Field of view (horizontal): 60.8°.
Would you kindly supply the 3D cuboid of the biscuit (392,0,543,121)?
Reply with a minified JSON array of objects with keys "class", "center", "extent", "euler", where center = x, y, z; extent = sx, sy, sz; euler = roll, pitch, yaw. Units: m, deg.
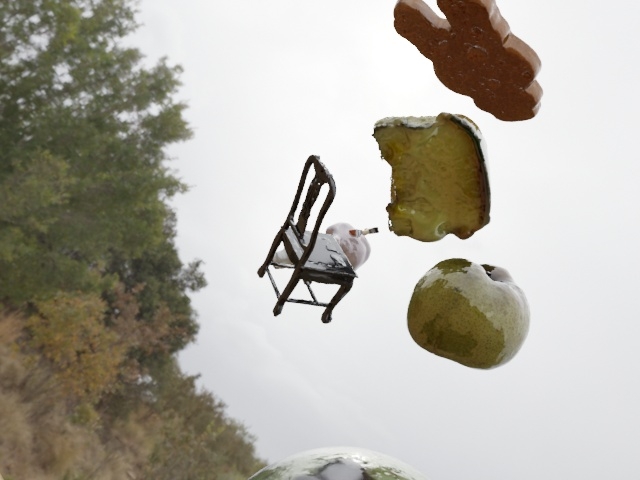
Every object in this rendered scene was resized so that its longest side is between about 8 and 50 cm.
[{"class":"biscuit","center":[0.278,-0.325,0.966],"extent":[0.334,0.047,0.202],"euler":[35,-15,-31]}]

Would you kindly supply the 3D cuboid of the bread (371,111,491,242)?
[{"class":"bread","center":[0.181,-0.120,0.877],"extent":[0.174,0.133,0.251],"euler":[-4,-46,19]}]

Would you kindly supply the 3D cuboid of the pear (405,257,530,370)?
[{"class":"pear","center":[0.202,0.097,0.746],"extent":[0.167,0.136,0.167],"euler":[26,19,-10]}]

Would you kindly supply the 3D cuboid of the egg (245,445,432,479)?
[{"class":"egg","center":[-0.002,0.413,0.543],"extent":[0.345,0.428,0.344],"euler":[17,-57,29]}]

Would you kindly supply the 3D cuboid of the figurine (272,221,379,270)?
[{"class":"figurine","center":[0.013,0.024,1.095],"extent":[0.137,0.229,0.111],"euler":[81,-2,-71]}]

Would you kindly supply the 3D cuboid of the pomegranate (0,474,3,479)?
[{"class":"pomegranate","center":[-0.476,0.375,0.531],"extent":[0.410,0.410,0.410],"euler":[38,-24,20]}]

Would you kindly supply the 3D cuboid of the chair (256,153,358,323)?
[{"class":"chair","center":[0.000,0.000,0.791],"extent":[0.229,0.113,0.106],"euler":[-61,-143,27]}]
